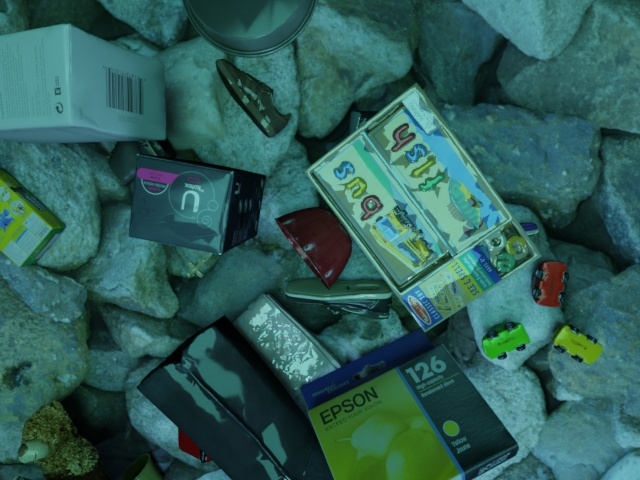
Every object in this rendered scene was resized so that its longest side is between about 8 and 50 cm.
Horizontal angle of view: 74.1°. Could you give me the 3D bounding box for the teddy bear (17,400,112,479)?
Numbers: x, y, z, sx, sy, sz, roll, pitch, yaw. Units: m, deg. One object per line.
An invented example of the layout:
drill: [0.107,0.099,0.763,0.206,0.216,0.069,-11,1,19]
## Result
teddy bear: [-0.562,0.533,0.959,0.245,0.113,0.337,-10,108,41]

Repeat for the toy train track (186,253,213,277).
toy train track: [-0.273,0.054,0.954,0.083,0.014,0.048,-43,93,7]

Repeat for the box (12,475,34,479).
box: [-0.514,0.617,0.886,0.308,0.076,0.242,-10,118,30]

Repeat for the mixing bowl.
mixing bowl: [0.000,0.000,0.859,0.098,0.181,0.181,-37,93,-6]

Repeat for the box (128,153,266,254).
box: [-0.216,-0.074,0.805,0.165,0.270,0.143,10,98,2]

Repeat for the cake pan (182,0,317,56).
cake pan: [-0.149,-0.529,0.855,0.293,0.054,0.293,0,97,4]

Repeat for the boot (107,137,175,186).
boot: [-0.424,-0.227,0.903,0.137,0.077,0.197,-31,93,12]

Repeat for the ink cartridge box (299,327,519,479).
ink cartridge box: [0.140,0.322,0.795,0.304,0.307,0.072,-24,134,-9]

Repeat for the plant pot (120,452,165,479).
plant pot: [-0.412,0.564,1.000,0.083,0.083,0.079,-32,106,7]

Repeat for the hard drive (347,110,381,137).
hard drive: [0.138,-0.142,0.883,0.172,0.054,0.254,2,97,4]

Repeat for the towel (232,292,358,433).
towel: [-0.125,0.335,0.930,0.317,0.053,0.332,45,89,-6]

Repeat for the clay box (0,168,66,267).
clay box: [-0.702,-0.061,0.948,0.222,0.053,0.127,44,98,-1]

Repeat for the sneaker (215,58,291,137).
sneaker: [-0.139,-0.306,0.886,0.071,0.066,0.188,-39,99,-9]

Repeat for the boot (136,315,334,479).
boot: [-0.195,0.425,0.825,0.367,0.146,0.445,-41,101,-12]

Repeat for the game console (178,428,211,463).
game console: [-0.266,0.433,1.001,0.124,0.085,0.143,-2,99,-27]

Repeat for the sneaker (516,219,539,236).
sneaker: [0.368,-0.041,0.878,0.170,0.068,0.071,9,85,-1]

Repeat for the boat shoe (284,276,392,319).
boat shoe: [0.036,0.129,0.911,0.233,0.084,0.079,3,116,7]

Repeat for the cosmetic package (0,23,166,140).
cosmetic package: [-0.507,-0.265,0.782,0.385,0.217,0.156,5,98,19]

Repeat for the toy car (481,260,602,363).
toy car: [0.447,0.181,0.905,0.225,0.053,0.239,-26,94,7]

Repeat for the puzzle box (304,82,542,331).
puzzle box: [0.193,-0.056,0.831,0.272,0.052,0.409,-37,94,12]
